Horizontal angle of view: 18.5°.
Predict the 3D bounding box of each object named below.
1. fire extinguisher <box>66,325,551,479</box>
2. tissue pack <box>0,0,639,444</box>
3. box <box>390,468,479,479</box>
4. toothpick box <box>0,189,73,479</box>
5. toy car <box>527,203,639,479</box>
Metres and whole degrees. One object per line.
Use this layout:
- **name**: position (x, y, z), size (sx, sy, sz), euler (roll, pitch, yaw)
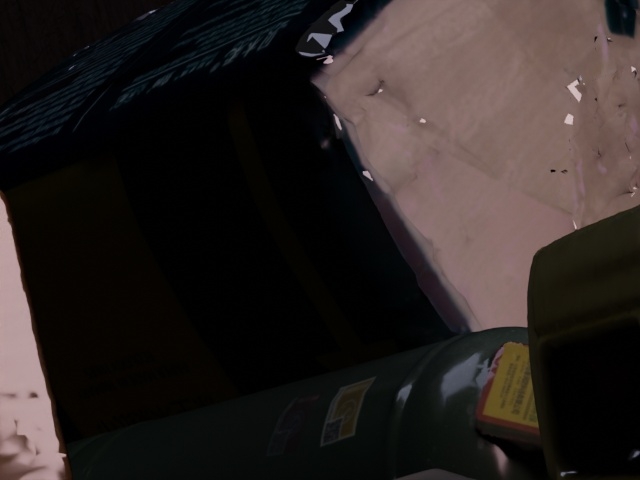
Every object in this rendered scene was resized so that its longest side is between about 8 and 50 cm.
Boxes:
- **fire extinguisher**: position (0.016, 0.083, 0.656), size (0.095, 0.114, 0.311), euler (39, -34, -27)
- **tissue pack**: position (0.000, 0.000, 0.909), size (0.416, 0.253, 0.264), euler (-21, 19, 49)
- **box**: position (-0.039, 0.109, 0.439), size (0.201, 0.058, 0.141), euler (-15, 1, -13)
- **toothpick box**: position (-0.217, 0.113, 0.689), size (0.190, 0.187, 0.308), euler (-13, -9, -26)
- **toy car**: position (0.120, 0.029, 0.345), size (0.101, 0.124, 0.256), euler (-17, -3, -14)
